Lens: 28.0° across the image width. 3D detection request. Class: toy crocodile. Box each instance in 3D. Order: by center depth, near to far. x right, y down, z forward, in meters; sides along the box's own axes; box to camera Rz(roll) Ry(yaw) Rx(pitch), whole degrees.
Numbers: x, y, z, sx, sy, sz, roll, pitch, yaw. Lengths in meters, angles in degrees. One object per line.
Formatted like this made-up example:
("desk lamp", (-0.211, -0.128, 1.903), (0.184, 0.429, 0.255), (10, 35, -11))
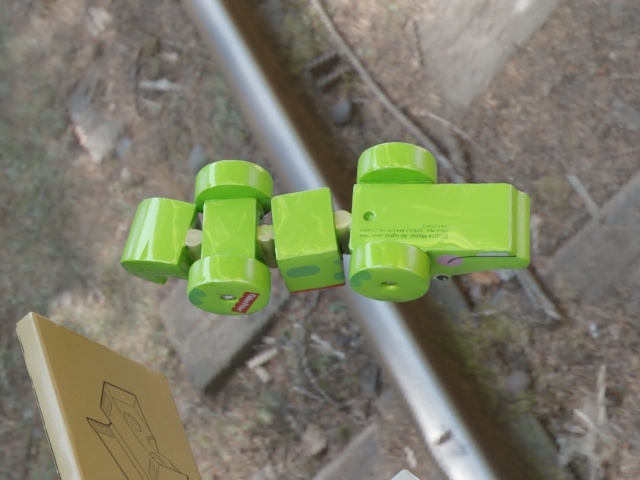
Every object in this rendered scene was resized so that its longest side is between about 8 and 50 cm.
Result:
("toy crocodile", (0.000, 0.000, 1.039), (0.340, 0.105, 0.115), (-5, 62, 8))

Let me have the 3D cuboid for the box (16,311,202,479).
("box", (-0.139, 0.159, 0.934), (0.021, 0.164, 0.201), (-37, 53, 14))

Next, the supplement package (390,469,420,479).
("supplement package", (0.013, 0.288, 0.820), (0.134, 0.244, 0.139), (38, 137, 23))
